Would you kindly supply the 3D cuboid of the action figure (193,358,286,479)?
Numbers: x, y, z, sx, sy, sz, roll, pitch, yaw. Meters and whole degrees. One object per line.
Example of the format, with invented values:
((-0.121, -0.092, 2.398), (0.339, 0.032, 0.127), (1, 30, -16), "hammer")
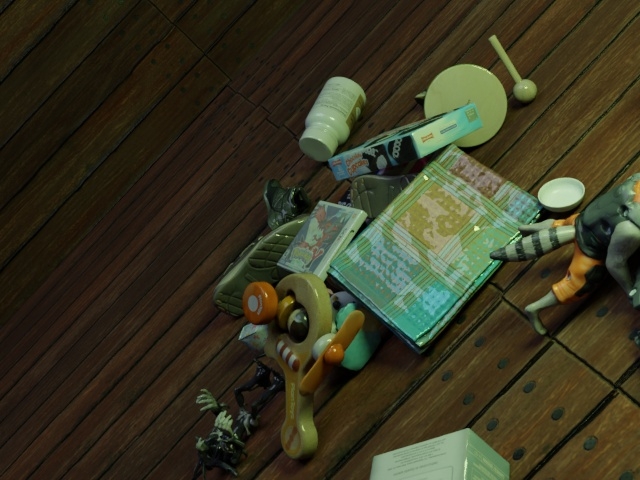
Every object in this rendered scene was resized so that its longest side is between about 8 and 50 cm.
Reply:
((-0.191, 0.372, 1.804), (0.276, 0.141, 0.164), (-52, 38, -12), "action figure")

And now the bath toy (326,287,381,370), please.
((-0.008, 0.161, 1.830), (0.151, 0.129, 0.348), (-55, 27, -14), "bath toy")

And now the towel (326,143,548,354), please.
((0.217, 0.002, 1.660), (0.370, 0.040, 0.271), (-46, 55, -6), "towel")

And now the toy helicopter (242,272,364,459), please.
((-0.026, 0.239, 1.635), (0.234, 0.140, 0.355), (1, 91, 49), "toy helicopter")

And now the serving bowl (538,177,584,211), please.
((0.442, -0.078, 1.587), (0.083, 0.027, 0.083), (-14, 38, 11), "serving bowl")

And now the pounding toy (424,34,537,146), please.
((0.351, -0.323, 1.955), (0.236, 0.183, 0.110), (-38, 2, 17), "pounding toy")

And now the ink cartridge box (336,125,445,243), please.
((0.138, -0.115, 2.069), (0.371, 0.069, 0.175), (-55, 28, -11), "ink cartridge box")

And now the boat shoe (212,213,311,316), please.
((-0.140, 0.040, 2.188), (0.355, 0.132, 0.130), (-38, 28, 16), "boat shoe")

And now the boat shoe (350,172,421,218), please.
((0.214, -0.091, 1.846), (0.324, 0.116, 0.123), (14, 104, 40), "boat shoe")

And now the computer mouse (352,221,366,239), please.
((0.024, 0.007, 2.029), (0.242, 0.041, 0.071), (-39, 46, 45), "computer mouse")

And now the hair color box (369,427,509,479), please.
((0.149, 0.465, 1.199), (0.185, 0.113, 0.375), (-27, 32, 35), "hair color box")

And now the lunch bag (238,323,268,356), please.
((-0.133, 0.221, 1.997), (0.083, 0.071, 0.053), (-27, 29, 39), "lunch bag")

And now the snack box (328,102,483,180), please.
((0.178, -0.211, 1.886), (0.187, 0.060, 0.322), (-28, 10, -30), "snack box")

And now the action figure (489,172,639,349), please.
((0.434, 0.022, 1.323), (0.330, 0.178, 0.341), (-37, 25, 41), "action figure")

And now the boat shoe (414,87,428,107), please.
((0.290, -0.367, 2.188), (0.049, 0.056, 0.152), (-57, 27, -7), "boat shoe")

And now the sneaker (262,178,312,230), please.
((-0.088, -0.114, 2.375), (0.130, 0.087, 0.228), (-37, 31, 15), "sneaker")

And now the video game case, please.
((0.000, 0.000, 1.913), (0.183, 0.023, 0.201), (-56, 27, -9), "video game case")

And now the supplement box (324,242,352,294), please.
((0.041, 0.063, 1.916), (0.188, 0.104, 0.081), (0, 55, 57), "supplement box")

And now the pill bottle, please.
((0.031, -0.340, 2.451), (0.131, 0.131, 0.229), (-13, 42, 49), "pill bottle")
